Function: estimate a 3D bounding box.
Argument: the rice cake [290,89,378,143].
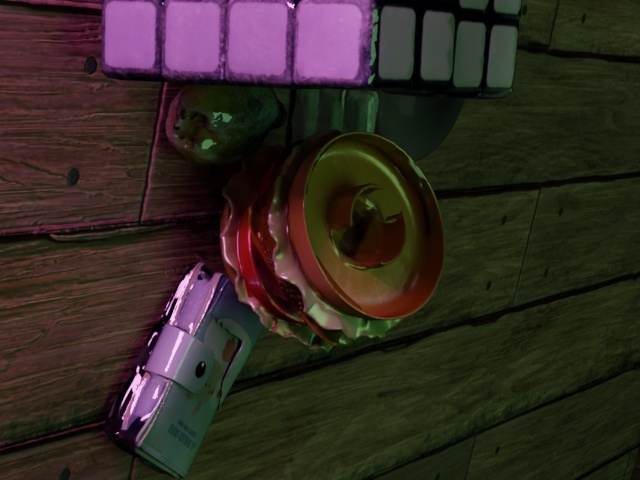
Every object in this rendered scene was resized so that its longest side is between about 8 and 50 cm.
[{"bbox_3d":[0.014,-0.112,1.819,0.038,0.124,0.211,-41,144,-63],"label":"rice cake"}]

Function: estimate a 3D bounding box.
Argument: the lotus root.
[{"bbox_3d":[-0.107,-0.149,1.640,0.192,0.088,0.113,-16,136,-54],"label":"lotus root"}]

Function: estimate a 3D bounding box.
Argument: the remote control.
[{"bbox_3d":[0.144,-0.269,1.950,0.221,0.103,0.332,-28,130,-45],"label":"remote control"}]

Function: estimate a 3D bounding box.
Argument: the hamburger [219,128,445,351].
[{"bbox_3d":[0.000,0.000,1.692,0.274,0.212,0.274,12,72,-41],"label":"hamburger"}]

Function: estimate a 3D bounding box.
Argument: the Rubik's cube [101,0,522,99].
[{"bbox_3d":[0.000,-0.327,1.430,0.337,0.344,0.343,-9,104,-55],"label":"Rubik's cube"}]

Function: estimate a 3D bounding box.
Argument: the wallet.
[{"bbox_3d":[-0.167,0.168,1.736,0.250,0.075,0.176,-63,152,-15],"label":"wallet"}]
